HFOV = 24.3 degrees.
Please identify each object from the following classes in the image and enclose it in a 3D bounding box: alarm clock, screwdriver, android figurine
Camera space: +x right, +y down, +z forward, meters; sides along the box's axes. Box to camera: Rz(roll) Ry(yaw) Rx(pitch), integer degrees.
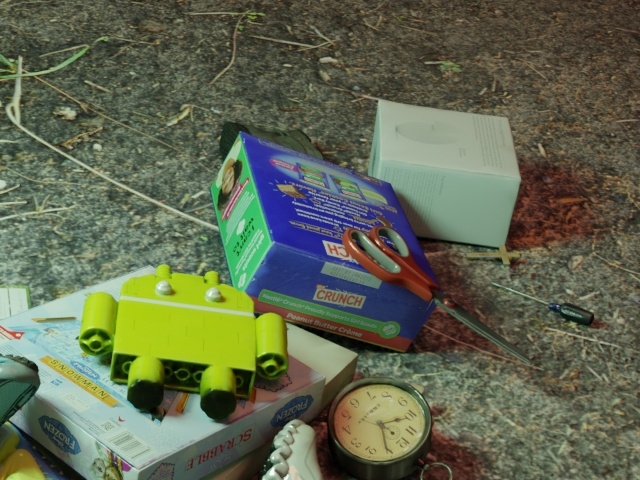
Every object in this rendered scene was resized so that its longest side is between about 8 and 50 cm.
[{"bbox_3d":[0.086,0.246,1.824,0.129,0.064,0.192,-37,55,-25],"label":"alarm clock"},{"bbox_3d":[0.331,0.094,2.228,0.170,0.025,0.024,16,30,28],"label":"screwdriver"},{"bbox_3d":[-0.161,0.111,1.771,0.248,0.056,0.273,9,29,-6],"label":"android figurine"}]

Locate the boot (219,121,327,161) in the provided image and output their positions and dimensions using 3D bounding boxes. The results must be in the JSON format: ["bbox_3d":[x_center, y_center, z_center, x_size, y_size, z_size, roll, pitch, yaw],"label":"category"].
[{"bbox_3d":[-0.057,-0.126,2.431,0.161,0.083,0.246,2,32,-24],"label":"boot"}]

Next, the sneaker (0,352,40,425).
[{"bbox_3d":[-0.395,0.234,1.610,0.104,0.262,0.125,39,13,-52],"label":"sneaker"}]

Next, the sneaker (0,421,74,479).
[{"bbox_3d":[-0.322,0.285,1.664,0.126,0.091,0.240,25,13,-29],"label":"sneaker"}]

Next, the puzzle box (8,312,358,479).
[{"bbox_3d":[-0.164,0.198,1.866,0.272,0.052,0.409,23,32,22],"label":"puzzle box"}]

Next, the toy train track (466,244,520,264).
[{"bbox_3d":[0.270,0.027,2.324,0.083,0.014,0.048,0,38,-5],"label":"toy train track"}]

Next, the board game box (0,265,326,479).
[{"bbox_3d":[-0.215,0.164,1.778,0.319,0.065,0.318,31,33,31],"label":"board game box"}]

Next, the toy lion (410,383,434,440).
[{"bbox_3d":[0.094,0.230,1.911,0.096,0.034,0.100,-4,33,-7],"label":"toy lion"}]

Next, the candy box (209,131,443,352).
[{"bbox_3d":[0.000,0.000,2.125,0.268,0.122,0.317,18,25,-22],"label":"candy box"}]

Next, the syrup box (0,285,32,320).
[{"bbox_3d":[-0.484,0.118,1.866,0.237,0.096,0.093,0,29,-15],"label":"syrup box"}]

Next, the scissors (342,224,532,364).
[{"bbox_3d":[0.151,0.080,1.984,0.297,0.021,0.109,45,32,18],"label":"scissors"}]

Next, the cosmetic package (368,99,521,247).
[{"bbox_3d":[0.196,-0.109,2.410,0.225,0.138,0.224,7,30,-2],"label":"cosmetic package"}]

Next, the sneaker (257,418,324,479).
[{"bbox_3d":[-0.024,0.323,1.656,0.118,0.110,0.292,15,38,-5],"label":"sneaker"}]
